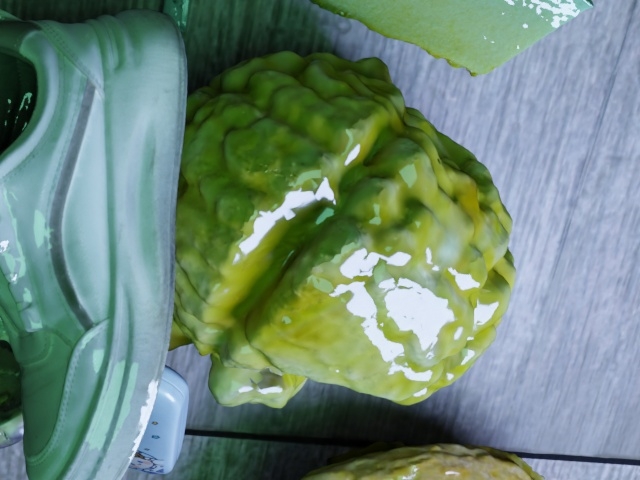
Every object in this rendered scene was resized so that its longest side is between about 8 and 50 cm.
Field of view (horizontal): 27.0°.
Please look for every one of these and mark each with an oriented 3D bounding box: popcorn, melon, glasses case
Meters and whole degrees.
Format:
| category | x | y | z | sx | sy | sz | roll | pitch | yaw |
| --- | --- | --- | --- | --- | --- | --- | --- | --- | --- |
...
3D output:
| category | x | y | z | sx | sy | sz | roll | pitch | yaw |
| --- | --- | --- | --- | --- | --- | --- | --- | --- | --- |
| popcorn | 0.000 | 0.000 | 0.917 | 0.270 | 0.224 | 0.257 | -6 | 120 | -6 |
| melon | 0.058 | -0.184 | 0.955 | 0.262 | 0.053 | 0.114 | 12 | 129 | -14 |
| glasses case | -0.136 | 0.131 | 0.993 | 0.067 | 0.045 | 0.178 | 20 | 151 | 2 |

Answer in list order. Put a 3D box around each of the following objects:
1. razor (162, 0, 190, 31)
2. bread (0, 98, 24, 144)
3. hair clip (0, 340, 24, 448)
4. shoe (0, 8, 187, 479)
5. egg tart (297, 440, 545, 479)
| category | x | y | z | sx | sy | sz | roll | pitch | yaw |
| --- | --- | --- | --- | --- | --- | --- | --- | --- | --- |
| razor | -0.084 | -0.242 | 0.894 | 0.084 | 0.036 | 0.211 | -3 | 122 | -33 |
| bread | -0.260 | -0.034 | 0.894 | 0.213 | 0.105 | 0.213 | -6 | 105 | -22 |
| hair clip | -0.222 | 0.084 | 0.926 | 0.146 | 0.187 | 0.056 | -41 | 121 | -24 |
| shoe | -0.176 | -0.004 | 0.800 | 0.159 | 0.124 | 0.316 | 13 | 73 | -27 |
| egg tart | 0.059 | 0.264 | 1.109 | 0.294 | 0.123 | 0.294 | -6 | 119 | -10 |
